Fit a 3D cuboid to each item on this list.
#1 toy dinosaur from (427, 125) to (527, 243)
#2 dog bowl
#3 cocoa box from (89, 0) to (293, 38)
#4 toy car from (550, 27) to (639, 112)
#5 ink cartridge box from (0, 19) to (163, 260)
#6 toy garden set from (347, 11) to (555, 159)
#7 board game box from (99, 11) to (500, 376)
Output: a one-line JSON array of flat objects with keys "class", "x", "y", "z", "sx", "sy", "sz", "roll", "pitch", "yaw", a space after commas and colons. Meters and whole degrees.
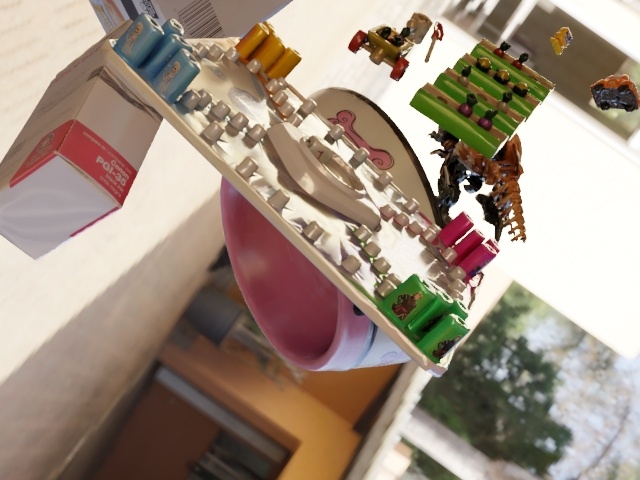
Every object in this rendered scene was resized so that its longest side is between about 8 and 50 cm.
[{"class": "toy dinosaur", "x": 0.228, "y": -0.115, "z": 1.647, "sx": 0.322, "sy": 0.164, "sz": 0.218, "roll": -77, "pitch": -179, "yaw": -49}, {"class": "dog bowl", "x": 0.000, "y": 0.000, "z": 1.559, "sx": 0.150, "sy": 0.408, "sz": 0.408, "roll": -19, "pitch": 161, "yaw": -27}, {"class": "cocoa box", "x": -0.241, "y": -0.463, "z": 1.662, "sx": 0.231, "sy": 0.347, "sz": 0.228, "roll": -42, "pitch": -141, "yaw": -23}, {"class": "toy car", "x": 0.319, "y": -0.198, "z": 1.262, "sx": 0.040, "sy": 0.122, "sz": 0.060, "roll": -51, "pitch": -157, "yaw": -27}, {"class": "ink cartridge box", "x": -0.320, "y": -0.139, "z": 1.511, "sx": 0.207, "sy": 0.117, "sz": 0.283, "roll": -27, "pitch": -148, "yaw": 38}, {"class": "toy garden set", "x": 0.160, "y": -0.206, "z": 1.285, "sx": 0.049, "sy": 0.204, "sz": 0.244, "roll": -60, "pitch": 170, "yaw": 33}, {"class": "board game box", "x": 0.013, "y": -0.072, "z": 1.080, "sx": 0.050, "sy": 0.390, "sz": 0.390, "roll": -47, "pitch": 177, "yaw": 16}]
